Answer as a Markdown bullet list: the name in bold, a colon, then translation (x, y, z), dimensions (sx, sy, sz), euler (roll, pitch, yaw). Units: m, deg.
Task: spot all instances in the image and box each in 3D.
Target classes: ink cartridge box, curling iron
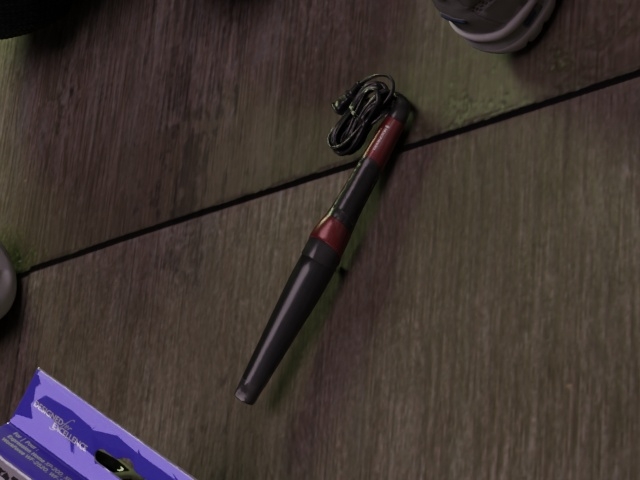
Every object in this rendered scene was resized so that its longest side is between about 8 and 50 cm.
- **ink cartridge box**: translation (-0.181, 0.231, 1.373), dimensions (0.206, 0.045, 0.208), euler (31, 102, 22)
- **curling iron**: translation (0.000, 0.000, 1.473), dimensions (0.068, 0.035, 0.274), euler (17, 84, 55)

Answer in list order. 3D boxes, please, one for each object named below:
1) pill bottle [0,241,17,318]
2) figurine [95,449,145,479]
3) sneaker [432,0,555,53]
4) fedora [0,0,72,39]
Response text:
- **pill bottle**: translation (-0.394, 0.070, 1.815), dimensions (0.215, 0.117, 0.117), euler (-35, 49, 33)
- **figurine**: translation (-0.154, 0.288, 1.428), dimensions (0.215, 0.092, 0.209), euler (26, 97, 24)
- **sneaker**: translation (0.149, -0.278, 1.366), dimensions (0.105, 0.115, 0.281), euler (14, 86, 37)
- **fedora**: translation (-0.347, -0.291, 1.862), dimensions (0.334, 0.334, 0.152), euler (-130, 35, -48)
